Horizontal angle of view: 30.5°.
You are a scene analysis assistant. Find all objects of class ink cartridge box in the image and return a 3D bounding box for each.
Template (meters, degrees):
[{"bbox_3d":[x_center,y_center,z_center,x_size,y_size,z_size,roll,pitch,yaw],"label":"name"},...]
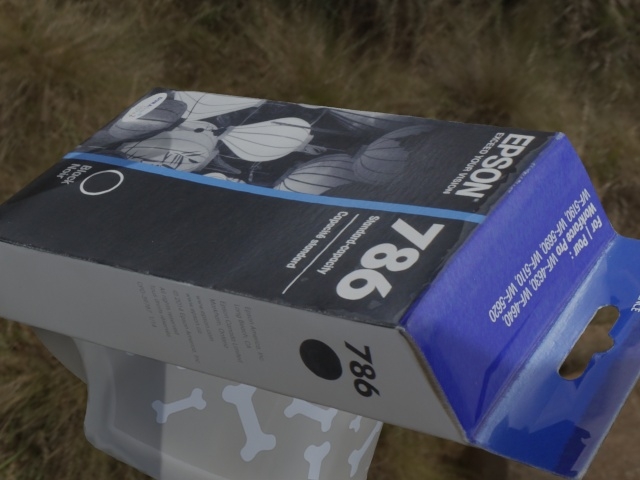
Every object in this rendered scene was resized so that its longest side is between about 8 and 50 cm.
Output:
[{"bbox_3d":[0.000,0.000,0.571,0.165,0.332,0.065,-46,136,-41],"label":"ink cartridge box"}]

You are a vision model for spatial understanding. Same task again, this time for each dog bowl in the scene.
[{"bbox_3d":[-0.096,0.064,0.886,0.348,0.102,0.349,29,9,-5],"label":"dog bowl"}]
